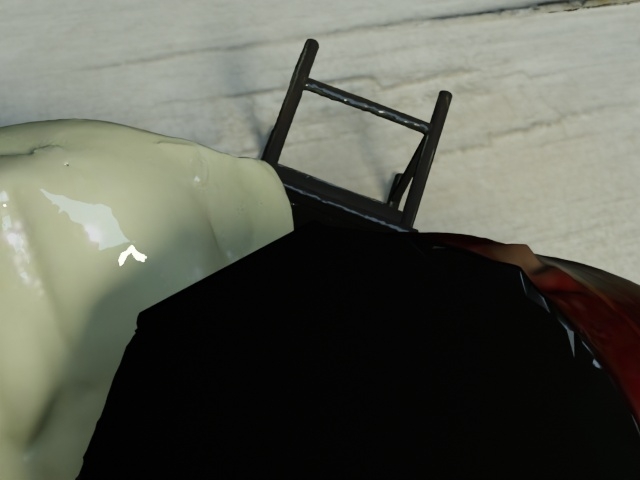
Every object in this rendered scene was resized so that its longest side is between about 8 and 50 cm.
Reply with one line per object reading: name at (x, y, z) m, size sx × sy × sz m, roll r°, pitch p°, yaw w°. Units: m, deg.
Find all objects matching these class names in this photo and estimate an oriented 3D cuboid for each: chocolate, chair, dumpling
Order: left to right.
dumpling at (-0.209, 0.075, 1.133) m, size 0.395 × 0.233 × 0.315 m, roll -6°, pitch 68°, yaw 1°
chair at (0.000, 0.000, 1.270) m, size 0.141 × 0.154 × 0.260 m, roll 21°, pitch 57°, yaw -3°
chocolate at (0.097, 0.164, 1.040) m, size 0.383 × 0.383 × 0.331 m, roll 54°, pitch 21°, yaw 15°
